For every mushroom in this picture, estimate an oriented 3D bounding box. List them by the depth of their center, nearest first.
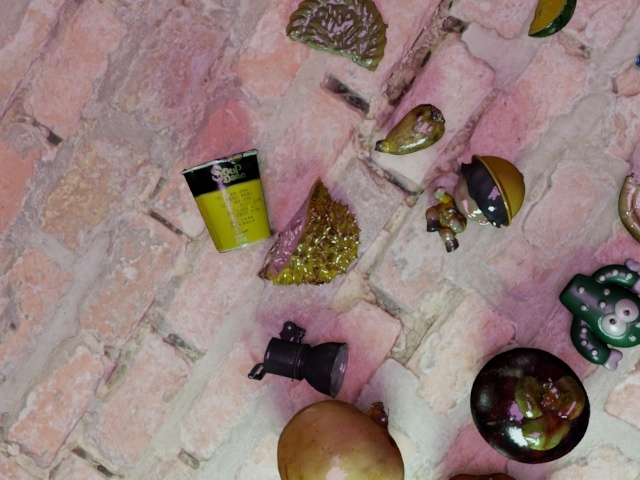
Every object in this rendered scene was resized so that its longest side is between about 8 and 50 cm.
[{"bbox_3d":[0.784,-0.056,1.602,0.094,0.072,0.210,-37,82,6],"label":"mushroom"}]

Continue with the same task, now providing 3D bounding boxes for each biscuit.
[{"bbox_3d":[0.054,-0.573,1.729,0.273,0.036,0.187,21,94,8],"label":"biscuit"}]

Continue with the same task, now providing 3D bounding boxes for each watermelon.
[{"bbox_3d":[0.584,-0.587,1.624,0.092,0.075,0.181,22,96,12],"label":"watermelon"}]

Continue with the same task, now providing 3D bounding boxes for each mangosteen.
[{"bbox_3d":[0.495,0.388,1.552,0.288,0.288,0.288,0,91,9],"label":"mangosteen"}]

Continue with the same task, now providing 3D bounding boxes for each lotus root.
[{"bbox_3d":[0.228,-0.272,1.683,0.191,0.094,0.108,-30,63,17],"label":"lotus root"}]

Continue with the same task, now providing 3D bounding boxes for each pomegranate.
[{"bbox_3d":[0.060,0.534,1.607,0.338,0.338,0.338,0,91,9],"label":"pomegranate"}]

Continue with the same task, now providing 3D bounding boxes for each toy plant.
[{"bbox_3d":[0.707,0.177,1.599,0.232,0.112,0.243,-30,81,13],"label":"toy plant"}]

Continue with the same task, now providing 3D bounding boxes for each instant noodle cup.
[{"bbox_3d":[-0.228,-0.101,1.711,0.215,0.215,0.236,-16,96,9],"label":"instant noodle cup"}]

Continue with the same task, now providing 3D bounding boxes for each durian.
[{"bbox_3d":[0.002,0.014,1.722,0.196,0.185,0.305,31,87,-16],"label":"durian"}]

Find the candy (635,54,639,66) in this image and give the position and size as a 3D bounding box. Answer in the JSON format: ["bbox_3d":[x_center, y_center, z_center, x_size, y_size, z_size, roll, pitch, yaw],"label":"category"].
[{"bbox_3d":[0.937,-0.439,1.573,0.331,0.077,0.187,24,88,7],"label":"candy"}]

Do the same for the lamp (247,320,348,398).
[{"bbox_3d":[-0.054,0.306,1.723,0.227,0.147,0.172,12,80,16],"label":"lamp"}]

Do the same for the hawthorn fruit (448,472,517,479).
[{"bbox_3d":[0.398,0.734,1.588,0.287,0.287,0.330,4,98,9],"label":"hawthorn fruit"}]

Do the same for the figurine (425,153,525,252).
[{"bbox_3d":[0.378,-0.100,1.626,0.257,0.167,0.192,-31,90,32],"label":"figurine"}]
